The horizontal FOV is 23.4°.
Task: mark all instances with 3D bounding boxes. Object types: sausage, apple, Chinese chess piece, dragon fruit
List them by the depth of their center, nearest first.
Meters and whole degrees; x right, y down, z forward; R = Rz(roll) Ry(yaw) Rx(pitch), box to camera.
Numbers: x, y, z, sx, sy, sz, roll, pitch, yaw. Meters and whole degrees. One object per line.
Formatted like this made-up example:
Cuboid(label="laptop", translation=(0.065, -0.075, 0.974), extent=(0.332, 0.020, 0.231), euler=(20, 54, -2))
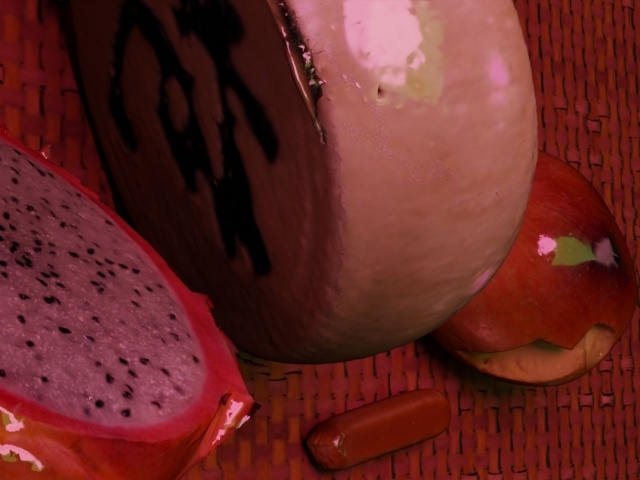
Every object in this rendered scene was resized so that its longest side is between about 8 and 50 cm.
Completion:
Cuboid(label="dragon fruit", translation=(-0.212, 0.083, 0.800), extent=(0.305, 0.225, 0.305), euler=(35, 20, -15))
Cuboid(label="Chinese chess piece", translation=(-0.026, -0.095, 0.923), extent=(0.146, 0.349, 0.349), euler=(-21, 99, -26))
Cuboid(label="sausage", translation=(0.043, 0.141, 1.160), extent=(0.131, 0.039, 0.041), euler=(-12, 100, -42))
Cuboid(label="apple", translation=(0.156, 0.027, 1.195), extent=(0.199, 0.199, 0.199), euler=(7, 79, -42))
